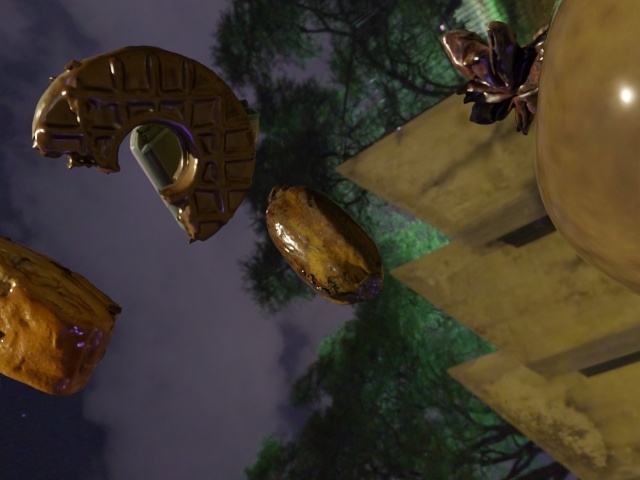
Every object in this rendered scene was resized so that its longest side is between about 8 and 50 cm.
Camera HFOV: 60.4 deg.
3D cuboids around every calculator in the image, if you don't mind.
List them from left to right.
[{"bbox_3d":[-0.283,-0.129,1.089,0.246,0.045,0.141,61,-157,-25],"label":"calculator"}]

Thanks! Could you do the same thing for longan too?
[{"bbox_3d":[0.317,-0.099,0.431,0.319,0.318,0.319,40,-146,-35],"label":"longan"}]

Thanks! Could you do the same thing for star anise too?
[{"bbox_3d":[0.312,-0.257,0.868,0.282,0.212,0.129,43,-127,-46],"label":"star anise"}]

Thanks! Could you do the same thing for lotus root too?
[{"bbox_3d":[0.000,0.000,1.368,0.397,0.195,0.179,47,160,30],"label":"lotus root"}]

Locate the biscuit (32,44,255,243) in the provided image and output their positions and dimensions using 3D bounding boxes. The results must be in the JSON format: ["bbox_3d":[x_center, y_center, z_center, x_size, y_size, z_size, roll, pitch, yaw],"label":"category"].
[{"bbox_3d":[-0.264,-0.175,0.922,0.366,0.268,0.115,34,180,-37],"label":"biscuit"}]

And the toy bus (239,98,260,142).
[{"bbox_3d":[-0.249,-0.307,1.354,0.091,0.261,0.109,-15,-61,-34],"label":"toy bus"}]

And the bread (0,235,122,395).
[{"bbox_3d":[-0.447,0.129,0.854,0.235,0.211,0.099,31,-159,-8],"label":"bread"}]
